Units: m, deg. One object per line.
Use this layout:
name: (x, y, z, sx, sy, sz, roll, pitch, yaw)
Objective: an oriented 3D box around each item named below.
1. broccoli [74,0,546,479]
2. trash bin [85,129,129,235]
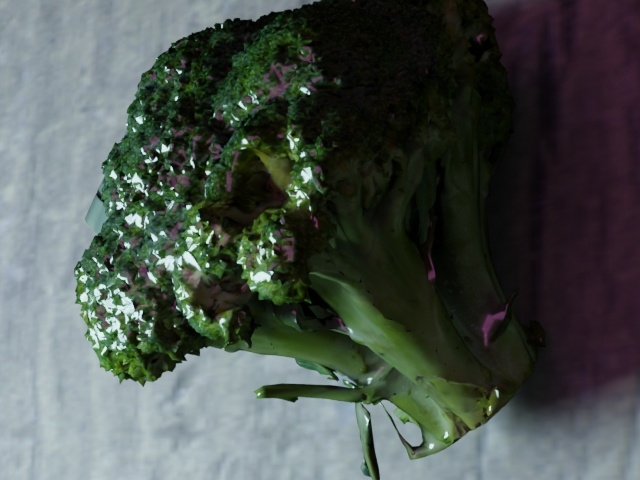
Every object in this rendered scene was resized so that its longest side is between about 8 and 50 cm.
broccoli: (0.000, 0.000, 0.841, 0.304, 0.321, 0.283, -40, 89, 31)
trash bin: (-0.112, -0.055, 1.021, 0.130, 0.059, 0.116, -64, 21, 3)
